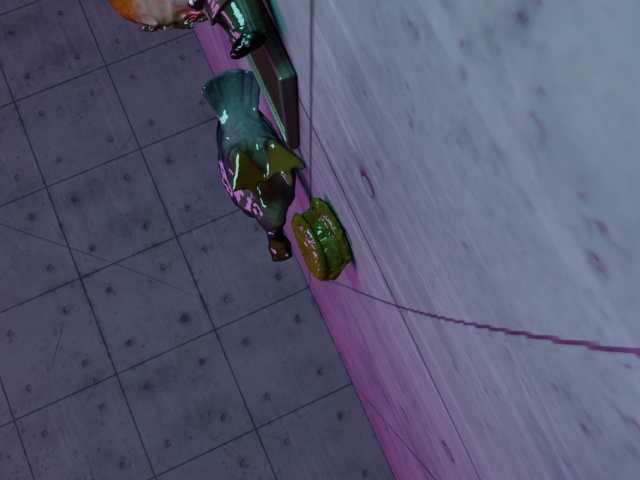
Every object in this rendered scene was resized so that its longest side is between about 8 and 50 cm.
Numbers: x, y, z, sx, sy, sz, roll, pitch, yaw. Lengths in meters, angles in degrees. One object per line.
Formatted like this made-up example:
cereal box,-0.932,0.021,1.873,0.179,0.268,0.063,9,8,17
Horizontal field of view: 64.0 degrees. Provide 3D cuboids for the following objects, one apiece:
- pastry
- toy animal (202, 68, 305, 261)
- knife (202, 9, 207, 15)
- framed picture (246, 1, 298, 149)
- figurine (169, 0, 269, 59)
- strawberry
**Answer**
pastry,0.000,0.000,0.672,0.109,0.057,0.097,67,173,-17
toy animal,-0.098,-0.112,0.804,0.185,0.122,0.298,118,129,-84
knife,-0.185,-0.408,0.631,0.089,0.043,0.365,76,174,-63
framed picture,-0.093,-0.270,0.620,0.211,0.020,0.290,100,145,-80
figurine,-0.116,-0.258,0.457,0.114,0.108,0.196,-117,1,-73
strawberry,-0.257,-0.443,0.792,0.236,0.190,0.111,80,-165,-68
